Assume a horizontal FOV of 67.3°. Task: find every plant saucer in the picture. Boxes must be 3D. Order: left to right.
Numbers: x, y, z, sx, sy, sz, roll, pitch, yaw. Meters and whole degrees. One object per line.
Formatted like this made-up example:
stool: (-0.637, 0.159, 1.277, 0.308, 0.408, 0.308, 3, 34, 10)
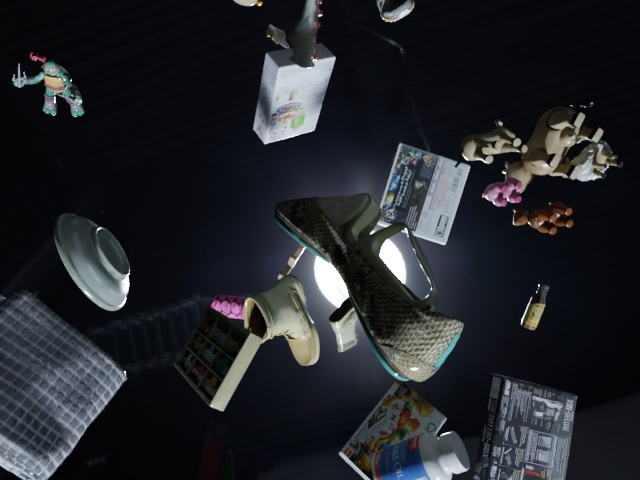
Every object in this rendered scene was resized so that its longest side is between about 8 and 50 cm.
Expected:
plant saucer: (-0.810, 0.061, 1.779, 0.401, 0.100, 0.400, 61, 177, 5)

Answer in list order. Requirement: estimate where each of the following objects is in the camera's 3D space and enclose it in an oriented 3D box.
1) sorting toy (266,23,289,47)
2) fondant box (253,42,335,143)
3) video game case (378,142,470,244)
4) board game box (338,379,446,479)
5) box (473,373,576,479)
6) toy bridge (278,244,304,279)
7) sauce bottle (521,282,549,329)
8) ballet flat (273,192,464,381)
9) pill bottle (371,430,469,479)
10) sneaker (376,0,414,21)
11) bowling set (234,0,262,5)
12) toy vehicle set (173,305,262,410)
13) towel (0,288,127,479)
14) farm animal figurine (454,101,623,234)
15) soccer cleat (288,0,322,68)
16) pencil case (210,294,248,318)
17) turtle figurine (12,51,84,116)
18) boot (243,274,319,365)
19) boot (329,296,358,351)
sorting toy: (-0.143, -0.699, 1.668, 0.075, 0.045, 0.083, 49, -156, 11)
fondant box: (-0.101, -0.524, 1.733, 0.096, 0.238, 0.330, 51, 146, 24)
video game case: (0.231, -0.106, 1.095, 0.022, 0.173, 0.191, -139, 66, -86)
board game box: (0.227, 0.608, 1.498, 0.193, 0.305, 0.053, 38, 154, 17)
box: (0.596, 0.569, 1.397, 0.076, 0.242, 0.308, 144, 141, -77)
toy bridge: (-0.099, 0.075, 1.687, 0.188, 0.026, 0.063, -58, -3, -35)
sauce bottle: (0.590, 0.180, 1.317, 0.042, 0.042, 0.128, -66, -8, -81)
ballet flat: (0.086, 0.026, 0.883, 0.164, 0.182, 0.483, 22, -158, -47)
pill bottle: (0.249, 0.555, 1.198, 0.124, 0.221, 0.124, 46, -155, -29)
sneaker: (0.159, -0.616, 1.170, 0.083, 0.084, 0.215, 41, -155, -55)
bowling set: (-0.148, -0.467, 0.603, 0.154, 0.286, 0.200, -59, 1, -30)
toy vehicle set: (-0.241, 0.256, 1.096, 0.035, 0.166, 0.266, 36, 166, -30)
towel: (-0.526, 0.251, 0.857, 0.284, 0.121, 0.235, 48, -138, -18)
farm animal figurine: (0.499, -0.196, 1.145, 0.330, 0.327, 0.172, 43, -178, -25)
soccer cleat: (-0.041, -0.507, 1.171, 0.196, 0.076, 0.068, 100, -175, -54)
pencil case: (-0.349, 0.275, 1.951, 0.095, 0.209, 0.098, 37, -120, -45)
turtle figurine: (-0.781, -0.453, 1.417, 0.234, 0.175, 0.118, 132, 154, -68)
boot: (-0.102, 0.242, 1.283, 0.203, 0.095, 0.262, -26, -75, -58)
boot: (0.123, 0.325, 1.917, 0.213, 0.077, 0.165, -36, -56, -40)
